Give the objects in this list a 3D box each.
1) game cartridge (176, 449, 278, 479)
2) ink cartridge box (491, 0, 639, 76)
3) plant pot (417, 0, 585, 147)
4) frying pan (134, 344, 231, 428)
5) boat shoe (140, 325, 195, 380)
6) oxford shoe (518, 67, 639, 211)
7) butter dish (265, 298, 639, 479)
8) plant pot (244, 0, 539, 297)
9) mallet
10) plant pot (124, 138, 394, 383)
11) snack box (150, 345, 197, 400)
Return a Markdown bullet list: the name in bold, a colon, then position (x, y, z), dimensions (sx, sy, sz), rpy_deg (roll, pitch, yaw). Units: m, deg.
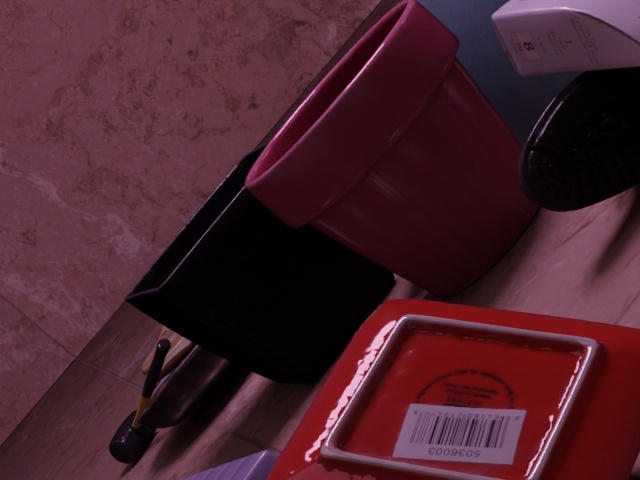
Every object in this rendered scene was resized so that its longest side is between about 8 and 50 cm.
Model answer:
- **game cartridge**: position (-0.162, 0.315, 1.210), dimensions (0.355, 0.068, 0.230), rpy_deg (-53, 6, -27)
- **ink cartridge box**: position (0.247, -0.178, 1.031), dimensions (0.189, 0.066, 0.232), rpy_deg (-38, 16, -23)
- **plant pot**: position (0.185, -0.234, 1.412), dimensions (0.290, 0.195, 0.290), rpy_deg (-46, 10, 10)
- **frying pan**: position (-0.132, 0.141, 1.805), dimensions (0.197, 0.053, 0.326), rpy_deg (-49, -3, -10)
- **boat shoe**: position (-0.160, 0.084, 1.928), dimensions (0.190, 0.072, 0.068), rpy_deg (-50, 0, 5)
- **oxford shoe**: position (0.202, -0.083, 1.100), dimensions (0.227, 0.083, 0.096), rpy_deg (-40, 1, -33)
- **butter dish**: position (0.076, 0.116, 0.763), dimensions (0.160, 0.118, 0.160), rpy_deg (7, 39, 26)
- **plant pot**: position (0.070, -0.059, 1.272), dimensions (0.201, 0.180, 0.201), rpy_deg (-47, 10, 11)
- **mallet**: position (-0.201, 0.183, 1.817), dimensions (0.062, 0.039, 0.189), rpy_deg (-59, -7, -40)
- **plant pot**: position (-0.045, 0.031, 1.481), dimensions (0.187, 0.167, 0.188), rpy_deg (-51, 9, -14)
- **snack box**: position (-0.173, 0.164, 1.981), dimensions (0.064, 0.022, 0.178), rpy_deg (-35, 16, 50)
